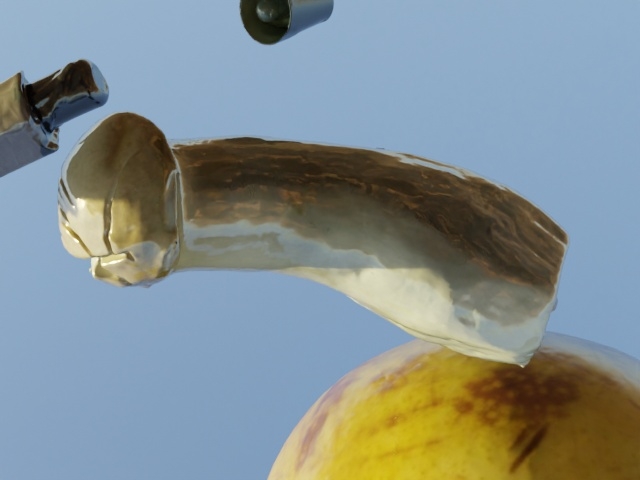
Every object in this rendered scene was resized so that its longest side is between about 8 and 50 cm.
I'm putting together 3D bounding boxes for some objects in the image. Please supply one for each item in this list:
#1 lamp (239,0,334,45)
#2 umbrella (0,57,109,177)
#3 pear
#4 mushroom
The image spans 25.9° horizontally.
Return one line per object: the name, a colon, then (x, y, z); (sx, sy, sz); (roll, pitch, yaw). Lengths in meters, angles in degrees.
lamp: (-0.043, -0.129, 0.684); (0.121, 0.041, 0.054); (27, -150, 32)
umbrella: (-0.319, -0.057, 1.097); (0.337, 0.067, 0.073); (-23, -130, 12)
pear: (0.095, 0.181, 0.730); (0.280, 0.281, 0.281); (0, -137, 0)
mushroom: (-0.001, -0.004, 0.594); (0.223, 0.081, 0.092); (15, -125, -16)
